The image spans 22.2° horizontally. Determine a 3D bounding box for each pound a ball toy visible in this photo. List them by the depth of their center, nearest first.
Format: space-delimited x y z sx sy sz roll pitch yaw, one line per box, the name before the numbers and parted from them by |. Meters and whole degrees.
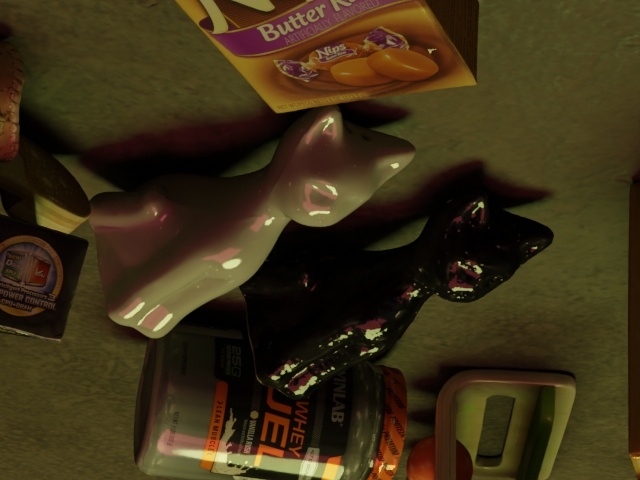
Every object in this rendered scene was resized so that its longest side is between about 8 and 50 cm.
pound a ball toy | 0.134 0.239 1.331 0.135 0.208 0.319 2 156 4

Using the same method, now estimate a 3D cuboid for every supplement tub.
supplement tub | -0.038 0.127 1.216 0.190 0.117 0.117 8 155 -12

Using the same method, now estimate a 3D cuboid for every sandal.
sandal | -0.184 -0.074 0.871 0.079 0.088 0.240 -39 150 12

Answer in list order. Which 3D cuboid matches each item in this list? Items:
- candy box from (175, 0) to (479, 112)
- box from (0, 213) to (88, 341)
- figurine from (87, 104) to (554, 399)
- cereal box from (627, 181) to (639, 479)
candy box | -0.009 -0.126 0.728 0.109 0.053 0.187 -7 153 23
box | -0.281 -0.002 0.926 0.216 0.060 0.270 17 172 -27
figurine | 0.000 0.000 0.984 0.209 0.092 0.215 -26 143 34
cereal box | 0.226 0.090 1.030 0.047 0.173 0.240 -2 155 15
